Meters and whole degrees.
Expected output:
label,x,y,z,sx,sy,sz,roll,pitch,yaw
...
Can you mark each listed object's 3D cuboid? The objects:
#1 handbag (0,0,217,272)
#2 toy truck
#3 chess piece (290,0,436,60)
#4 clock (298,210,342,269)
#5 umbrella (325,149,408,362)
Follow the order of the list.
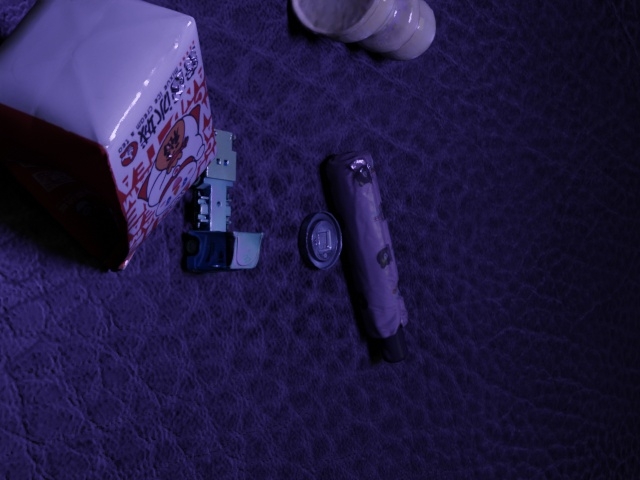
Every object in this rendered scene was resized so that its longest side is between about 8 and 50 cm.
label,x,y,z,sx,sy,sz,roll,pitch,yaw
handbag,-0.206,-0.091,0.827,0.298,0.151,0.171,95,19,-62
toy truck,-0.114,-0.047,1.018,0.067,0.081,0.175,3,87,-54
chess piece,0.082,-0.336,1.241,0.251,0.144,0.144,6,84,-58
clock,0.000,0.000,1.215,0.085,0.017,0.085,2,88,-52
umbrella,0.077,0.029,1.270,0.067,0.073,0.337,-29,113,-39
